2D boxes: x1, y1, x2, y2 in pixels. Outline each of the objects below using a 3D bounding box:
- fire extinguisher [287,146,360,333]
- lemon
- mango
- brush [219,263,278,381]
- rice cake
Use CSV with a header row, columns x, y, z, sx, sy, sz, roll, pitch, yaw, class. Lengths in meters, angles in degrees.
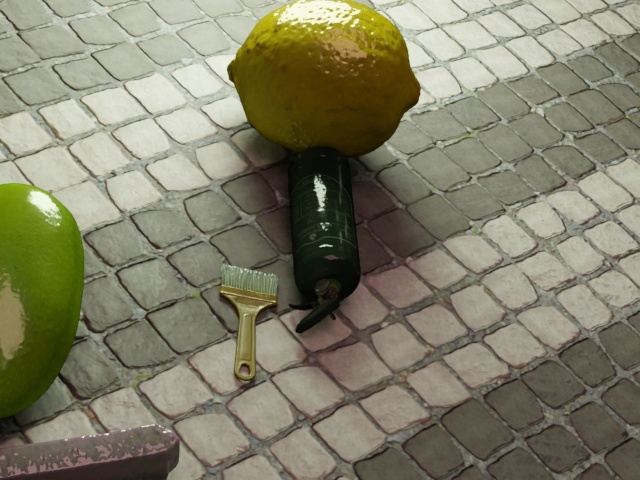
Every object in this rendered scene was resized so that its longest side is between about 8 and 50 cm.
x,y,z,sx,sy,sz,roll,pitch,yaw,class
0.000,0.000,2.065,0.114,0.095,0.311,-19,43,11,fire extinguisher
0.001,-0.251,2.214,0.310,0.253,0.253,11,40,13,lemon
-0.391,0.073,1.775,0.192,0.156,0.343,7,46,-12,mango
-0.100,0.114,1.962,0.083,0.011,0.205,12,43,-12,brush
-0.336,0.267,1.662,0.365,0.073,0.056,-5,50,-24,rice cake
